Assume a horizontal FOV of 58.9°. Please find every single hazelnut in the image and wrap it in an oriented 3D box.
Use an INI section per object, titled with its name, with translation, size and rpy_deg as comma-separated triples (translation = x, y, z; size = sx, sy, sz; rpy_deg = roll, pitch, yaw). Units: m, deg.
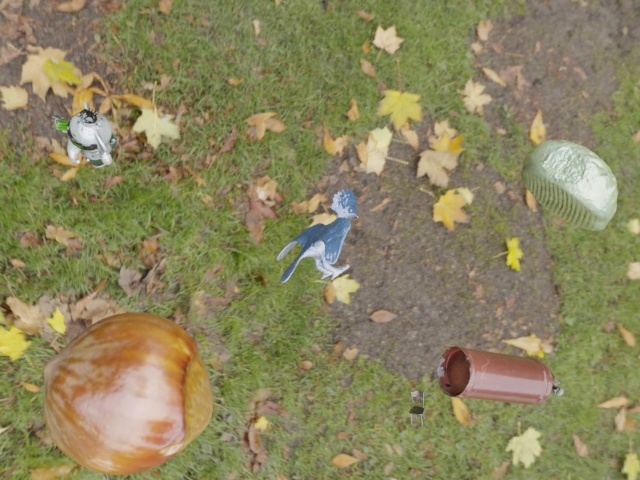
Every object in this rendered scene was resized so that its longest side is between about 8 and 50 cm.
[hazelnut]
translation = -0.209, 0.173, 0.627
size = 0.181, 0.182, 0.182
rpy_deg = 5, 77, -21

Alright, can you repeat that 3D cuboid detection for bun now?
[bun]
translation = 0.496, -0.117, 1.118
size = 0.221, 0.221, 0.108
rpy_deg = 40, 91, -10

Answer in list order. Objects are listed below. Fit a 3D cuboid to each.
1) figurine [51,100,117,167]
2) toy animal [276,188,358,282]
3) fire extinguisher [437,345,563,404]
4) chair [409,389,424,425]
[figurine]
translation = -0.566, -0.254, 1.396
size = 0.126, 0.192, 0.147
rpy_deg = -27, 72, -27
[toy animal]
translation = 0.000, 0.000, 1.290
size = 0.255, 0.239, 0.177
rpy_deg = -25, 96, -30
[fire extinguisher]
translation = 0.410, 0.295, 1.259
size = 0.336, 0.147, 0.107
rpy_deg = 13, 108, -27
[chair]
translation = 0.255, 0.443, 1.495
size = 0.042, 0.037, 0.086
rpy_deg = -27, 112, -63
